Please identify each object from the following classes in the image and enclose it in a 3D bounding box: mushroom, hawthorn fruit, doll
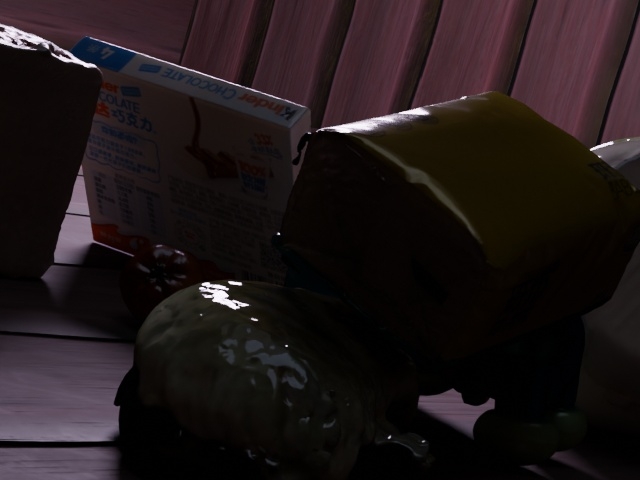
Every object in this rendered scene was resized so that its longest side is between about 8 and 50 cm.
[{"bbox_3d":[-0.020,0.105,1.398,0.247,0.130,0.344,14,7,21],"label":"mushroom"},{"bbox_3d":[-0.142,0.049,1.767,0.081,0.081,0.093,18,-21,15],"label":"hawthorn fruit"},{"bbox_3d":[0.100,0.067,1.698,0.322,0.186,0.198,21,12,21],"label":"doll"}]

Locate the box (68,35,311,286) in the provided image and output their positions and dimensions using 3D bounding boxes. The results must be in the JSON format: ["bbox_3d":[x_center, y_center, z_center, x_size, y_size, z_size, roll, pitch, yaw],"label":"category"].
[{"bbox_3d":[-0.132,-0.066,1.989,0.273,0.265,0.048,20,48,21],"label":"box"}]

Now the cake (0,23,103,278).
[{"bbox_3d":[-0.391,-0.111,1.828,0.309,0.230,0.237,10,7,-30],"label":"cake"}]

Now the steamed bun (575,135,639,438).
[{"bbox_3d":[0.315,0.058,1.887,0.309,0.309,0.309,16,8,-2],"label":"steamed bun"}]

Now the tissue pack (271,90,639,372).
[{"bbox_3d":[0.118,-0.018,1.503,0.192,0.134,0.271,37,30,24],"label":"tissue pack"}]
